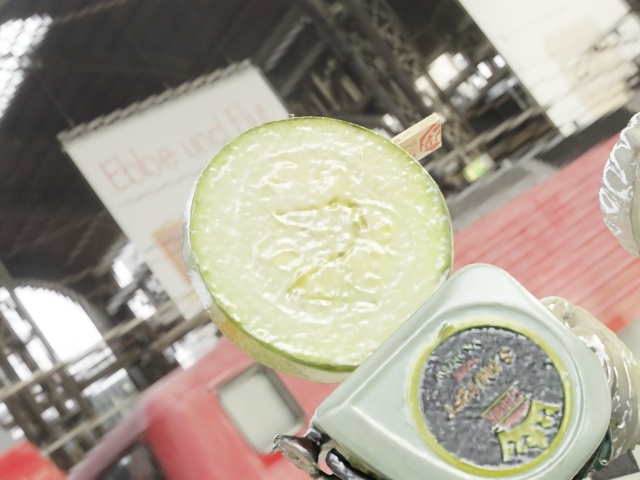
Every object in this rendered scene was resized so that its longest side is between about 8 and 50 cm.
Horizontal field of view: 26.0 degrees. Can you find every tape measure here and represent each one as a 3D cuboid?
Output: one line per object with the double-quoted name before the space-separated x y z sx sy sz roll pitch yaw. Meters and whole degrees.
"tape measure" 0.113 0.159 1.130 0.235 0.207 0.115 -43 -10 -17

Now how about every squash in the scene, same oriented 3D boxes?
"squash" 0.000 0.000 1.256 0.252 0.252 0.049 -32 -7 -25

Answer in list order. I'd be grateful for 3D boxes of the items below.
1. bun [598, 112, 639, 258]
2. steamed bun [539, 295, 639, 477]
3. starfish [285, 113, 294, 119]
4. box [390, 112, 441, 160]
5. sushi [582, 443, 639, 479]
"bun" 0.505 -0.098 2.099 0.263 0.263 0.175 -33 34 -22
"steamed bun" 0.292 0.236 1.822 0.339 0.352 0.247 -51 -1 -21
"starfish" -0.017 -0.055 1.478 0.041 0.130 0.133 -1 -22 32
"box" 0.116 -0.121 1.794 0.093 0.015 0.058 -32 -32 -16
"sushi" 0.270 0.245 1.027 0.279 0.192 0.043 -25 -19 -30
